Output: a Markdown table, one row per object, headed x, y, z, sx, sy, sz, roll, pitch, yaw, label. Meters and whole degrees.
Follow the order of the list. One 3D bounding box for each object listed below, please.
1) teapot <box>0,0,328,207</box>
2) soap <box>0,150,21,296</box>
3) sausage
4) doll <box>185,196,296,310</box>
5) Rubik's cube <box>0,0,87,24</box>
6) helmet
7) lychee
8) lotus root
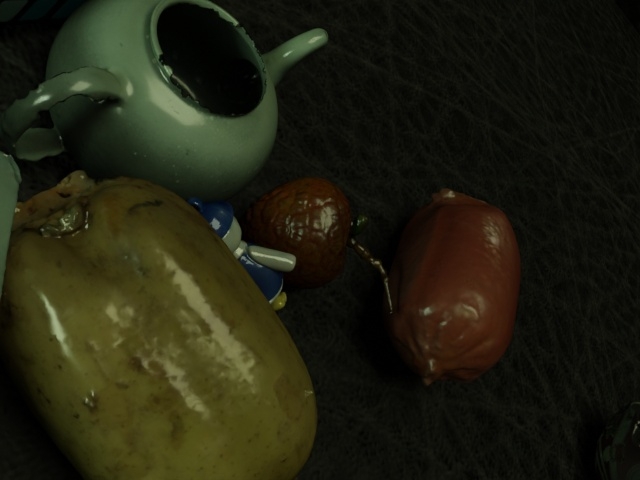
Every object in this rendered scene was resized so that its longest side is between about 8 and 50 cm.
| x | y | z | sx | sy | sz | roll | pitch | yaw | label |
| --- | --- | --- | --- | --- | --- | --- | --- | --- | --- |
| -0.120 | -0.121 | 0.523 | 0.294 | 0.129 | 0.193 | -29 | 90 | -48 | teapot |
| -0.237 | 0.053 | 0.287 | 0.150 | 0.094 | 0.262 | 40 | 49 | -65 | soap |
| 0.147 | 0.047 | 0.692 | 0.148 | 0.148 | 0.254 | 48 | 43 | -15 | sausage |
| -0.073 | 0.016 | 0.518 | 0.143 | 0.098 | 0.058 | 60 | 22 | -44 | doll |
| -0.213 | -0.282 | 0.445 | 0.187 | 0.184 | 0.182 | 56 | 26 | -9 | Rubik's cube |
| 0.434 | 0.319 | 0.865 | 0.153 | 0.107 | 0.177 | 46 | 25 | -14 | helmet |
| -0.006 | -0.001 | 0.594 | 0.140 | 0.101 | 0.115 | 8 | 95 | -29 | lychee |
| -0.103 | 0.085 | 0.420 | 0.284 | 0.160 | 0.146 | 58 | 0 | -9 | lotus root |
